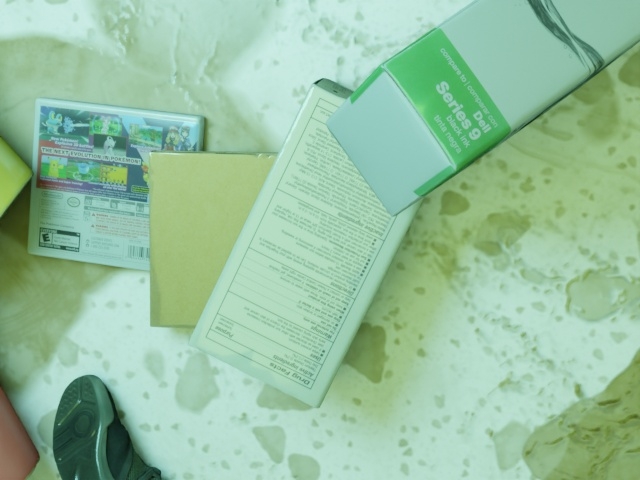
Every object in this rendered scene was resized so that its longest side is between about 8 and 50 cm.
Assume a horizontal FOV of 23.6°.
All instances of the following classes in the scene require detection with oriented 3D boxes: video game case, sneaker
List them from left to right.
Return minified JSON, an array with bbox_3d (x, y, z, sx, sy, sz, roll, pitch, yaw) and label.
[{"bbox_3d":[-0.235,-0.062,1.747,0.201,0.023,0.183,8,101,15],"label":"video game case"},{"bbox_3d":[-0.232,0.267,1.774,0.087,0.130,0.227,-34,61,22],"label":"sneaker"}]

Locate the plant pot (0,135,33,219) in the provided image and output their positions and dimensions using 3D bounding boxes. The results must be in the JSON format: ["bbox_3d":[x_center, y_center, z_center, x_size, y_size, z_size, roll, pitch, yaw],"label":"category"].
[{"bbox_3d":[-0.462,-0.082,1.704,0.239,0.254,0.254,36,107,-10],"label":"plant pot"}]

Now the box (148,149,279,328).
[{"bbox_3d":[-0.109,0.000,1.706,0.165,0.021,0.201,2,101,5],"label":"box"}]

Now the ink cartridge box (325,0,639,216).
[{"bbox_3d":[0.172,-0.166,1.461,0.289,0.211,0.121,-35,89,-17],"label":"ink cartridge box"}]

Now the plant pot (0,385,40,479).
[{"bbox_3d":[-0.468,0.219,1.743,0.275,0.275,0.243,-37,99,17],"label":"plant pot"}]

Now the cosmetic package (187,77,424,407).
[{"bbox_3d":[0.000,0.000,1.628,0.160,0.113,0.309,27,102,1],"label":"cosmetic package"}]
